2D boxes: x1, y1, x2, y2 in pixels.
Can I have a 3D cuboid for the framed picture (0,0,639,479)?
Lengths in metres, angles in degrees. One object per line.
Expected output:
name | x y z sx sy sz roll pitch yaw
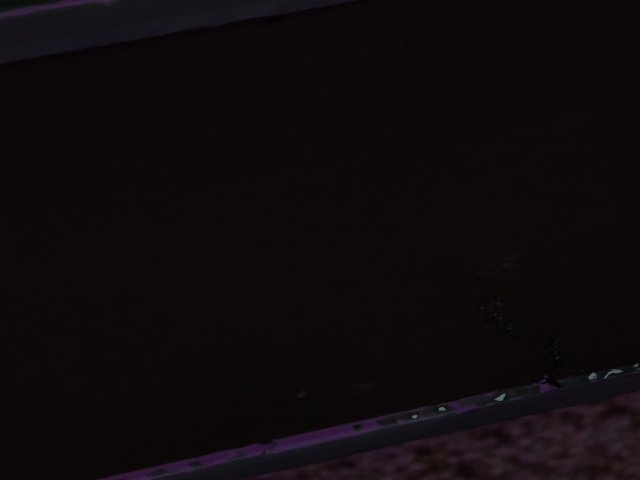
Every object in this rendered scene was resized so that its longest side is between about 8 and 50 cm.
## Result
framed picture | 0.000 0.000 0.443 0.293 0.018 0.231 -11 146 -10
